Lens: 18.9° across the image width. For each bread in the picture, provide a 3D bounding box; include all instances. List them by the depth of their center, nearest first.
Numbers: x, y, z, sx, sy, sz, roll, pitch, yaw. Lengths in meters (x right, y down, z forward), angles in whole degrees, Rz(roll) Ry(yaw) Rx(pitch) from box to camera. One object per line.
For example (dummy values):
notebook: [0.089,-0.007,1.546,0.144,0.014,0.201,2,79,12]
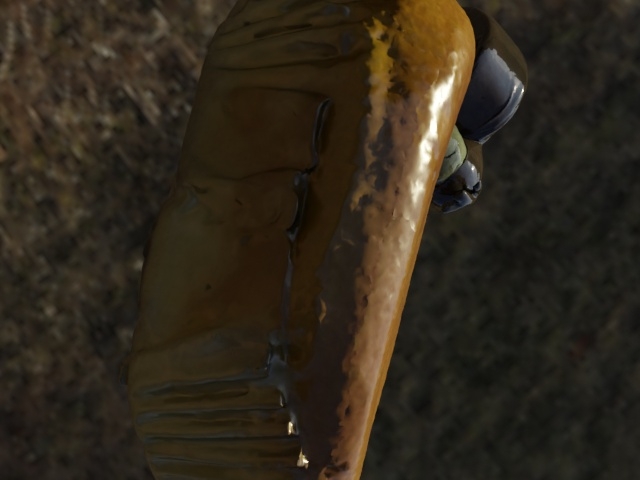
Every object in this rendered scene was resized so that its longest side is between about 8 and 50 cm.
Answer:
bread: [-0.004,0.000,1.295,0.236,0.183,0.389,25,74,-72]

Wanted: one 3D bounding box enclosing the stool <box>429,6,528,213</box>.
stool: [0.091,-0.116,1.557,0.125,0.217,0.121,-18,132,35]
